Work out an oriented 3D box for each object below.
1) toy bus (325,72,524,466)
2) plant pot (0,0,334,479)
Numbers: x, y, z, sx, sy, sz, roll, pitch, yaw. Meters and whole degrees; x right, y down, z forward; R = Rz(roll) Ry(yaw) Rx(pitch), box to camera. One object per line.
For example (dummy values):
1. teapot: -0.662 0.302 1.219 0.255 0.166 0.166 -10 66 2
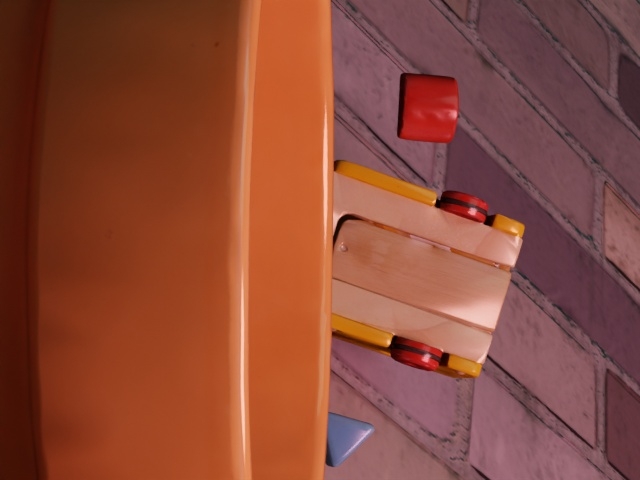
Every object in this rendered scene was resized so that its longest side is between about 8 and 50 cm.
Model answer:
1. toy bus: 0.010 0.009 0.927 0.202 0.191 0.104 64 -10 2
2. plant pot: -0.105 0.005 0.575 0.291 0.203 0.291 0 90 -85
